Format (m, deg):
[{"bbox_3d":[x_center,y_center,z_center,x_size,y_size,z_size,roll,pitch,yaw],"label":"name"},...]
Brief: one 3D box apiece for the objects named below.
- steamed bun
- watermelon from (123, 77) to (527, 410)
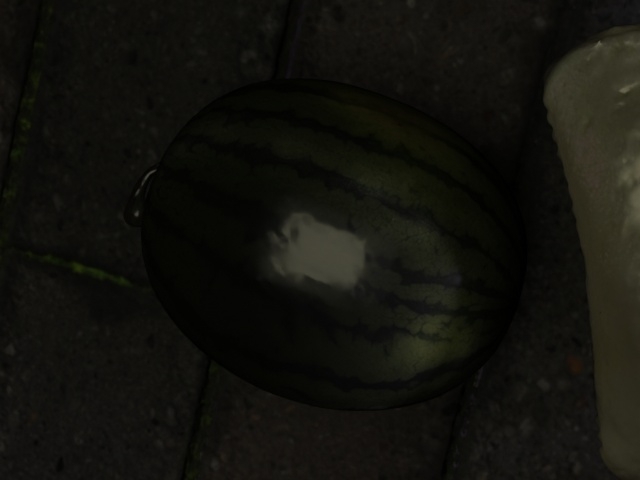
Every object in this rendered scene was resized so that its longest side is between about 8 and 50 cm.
[{"bbox_3d":[0.330,0.007,1.596,0.236,0.247,0.383,-11,90,22],"label":"steamed bun"},{"bbox_3d":[0.000,0.000,1.690,0.359,0.279,0.279,24,102,15],"label":"watermelon"}]
